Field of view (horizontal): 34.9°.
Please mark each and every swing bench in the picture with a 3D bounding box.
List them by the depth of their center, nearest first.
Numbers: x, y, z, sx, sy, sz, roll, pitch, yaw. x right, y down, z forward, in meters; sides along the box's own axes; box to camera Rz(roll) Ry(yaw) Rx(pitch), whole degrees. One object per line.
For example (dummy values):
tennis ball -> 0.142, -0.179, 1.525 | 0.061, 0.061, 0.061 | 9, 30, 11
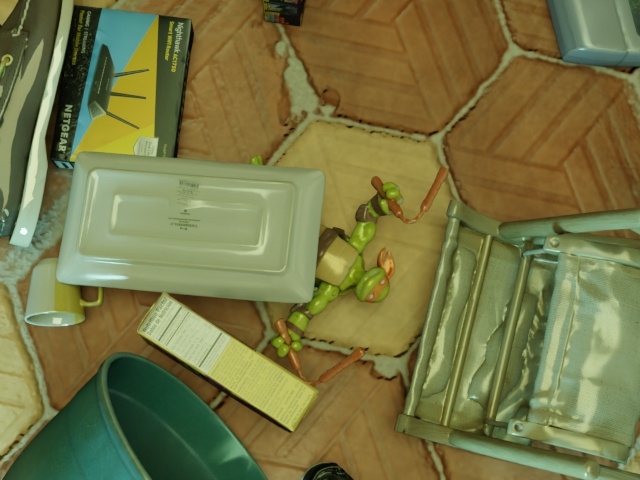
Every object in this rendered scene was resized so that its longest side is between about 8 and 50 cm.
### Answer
swing bench -> 0.236, 0.103, 1.027 | 0.165, 0.254, 0.253 | 22, 78, -39

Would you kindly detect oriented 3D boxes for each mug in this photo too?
mug -> -0.275, 0.054, 1.084 | 0.078, 0.062, 0.064 | 3, 70, -24

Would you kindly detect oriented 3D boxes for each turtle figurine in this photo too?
turtle figurine -> 0.000, 0.000, 1.090 | 0.217, 0.087, 0.269 | 32, 88, 10

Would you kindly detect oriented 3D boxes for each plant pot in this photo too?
plant pot -> -0.200, 0.289, 0.950 | 0.255, 0.271, 0.271 | -40, 84, 5

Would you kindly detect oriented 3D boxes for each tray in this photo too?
tray -> -0.136, -0.018, 1.044 | 0.270, 0.030, 0.145 | 5, 76, 6

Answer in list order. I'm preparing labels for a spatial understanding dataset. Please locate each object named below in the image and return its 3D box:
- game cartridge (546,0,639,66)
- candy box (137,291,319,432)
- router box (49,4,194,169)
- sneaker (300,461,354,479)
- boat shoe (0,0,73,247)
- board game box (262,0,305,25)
game cartridge -> 0.409, -0.306, 1.184 | 0.294, 0.060, 0.196 | -12, 85, -5
candy box -> -0.095, 0.129, 1.050 | 0.186, 0.109, 0.053 | 33, 78, 3
router box -> -0.217, -0.163, 1.126 | 0.133, 0.046, 0.179 | 6, 80, -2
sneaker -> 0.050, 0.323, 1.017 | 0.079, 0.121, 0.217 | -36, 84, -7
boat shoe -> -0.329, -0.159, 1.079 | 0.096, 0.116, 0.324 | 10, 84, -19
board game box -> -0.028, -0.343, 1.120 | 0.048, 0.141, 0.170 | 9, 80, -1
